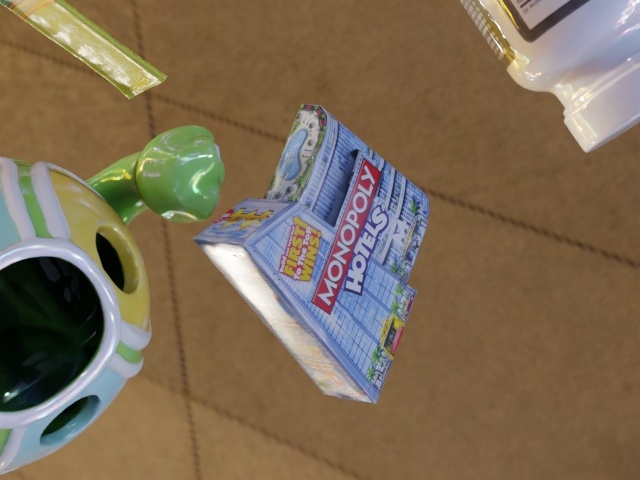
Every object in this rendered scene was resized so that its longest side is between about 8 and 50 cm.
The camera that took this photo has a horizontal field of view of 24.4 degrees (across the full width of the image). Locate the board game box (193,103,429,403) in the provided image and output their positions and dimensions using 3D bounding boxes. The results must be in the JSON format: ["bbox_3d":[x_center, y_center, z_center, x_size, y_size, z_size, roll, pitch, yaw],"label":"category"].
[{"bbox_3d":[0.000,0.000,1.154,0.060,0.194,0.194,5,157,43],"label":"board game box"}]

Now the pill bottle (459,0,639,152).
[{"bbox_3d":[0.244,-0.285,1.523,0.363,0.210,0.210,57,141,4],"label":"pill bottle"}]

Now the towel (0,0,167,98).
[{"bbox_3d":[-0.285,-0.237,1.641,0.237,0.021,0.102,35,162,-21],"label":"towel"}]

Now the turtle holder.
[{"bbox_3d":[-0.218,0.051,1.121,0.227,0.320,0.243,5,103,64],"label":"turtle holder"}]
